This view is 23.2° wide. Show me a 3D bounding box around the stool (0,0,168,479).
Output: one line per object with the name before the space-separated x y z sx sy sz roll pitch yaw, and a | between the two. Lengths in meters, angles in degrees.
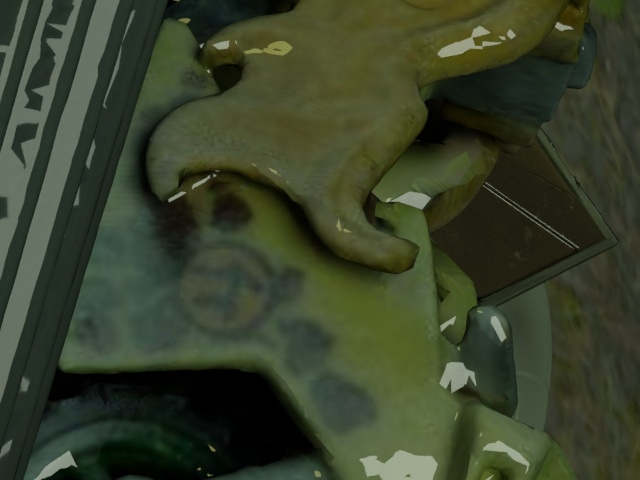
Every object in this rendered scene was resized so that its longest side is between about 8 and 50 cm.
stool | -0.205 -0.010 0.467 0.297 0.297 0.330 16 80 -32

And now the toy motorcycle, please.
toy motorcycle | 0.000 0.000 0.640 0.236 0.169 0.410 11 62 -4

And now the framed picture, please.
framed picture | 0.073 -0.041 0.785 0.109 0.011 0.149 -23 74 -33

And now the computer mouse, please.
computer mouse | 0.078 0.060 0.788 0.089 0.056 0.182 2 85 -30
